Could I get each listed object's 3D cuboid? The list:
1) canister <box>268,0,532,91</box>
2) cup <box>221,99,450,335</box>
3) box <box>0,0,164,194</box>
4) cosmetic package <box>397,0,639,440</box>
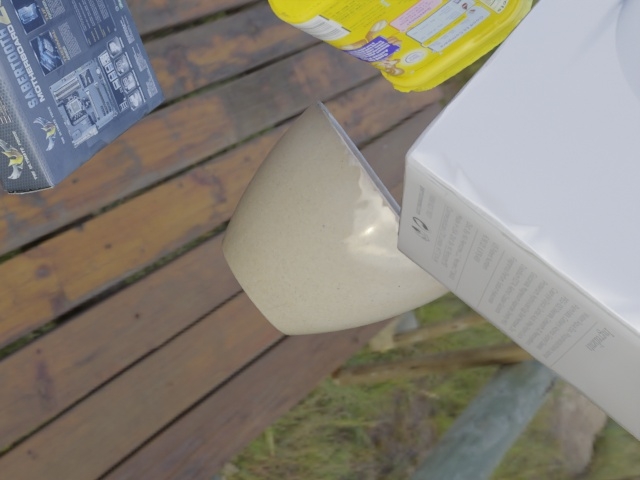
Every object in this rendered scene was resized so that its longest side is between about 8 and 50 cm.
[{"bbox_3d":[0.055,-0.174,0.734,0.170,0.126,0.073,13,50,-55],"label":"canister"},{"bbox_3d":[0.000,0.000,1.535,0.331,0.237,0.331,54,7,-9],"label":"cup"},{"bbox_3d":[-0.238,-0.182,0.901,0.183,0.059,0.232,-53,129,-51],"label":"box"},{"bbox_3d":[0.189,-0.027,0.471,0.225,0.138,0.224,39,79,13],"label":"cosmetic package"}]
